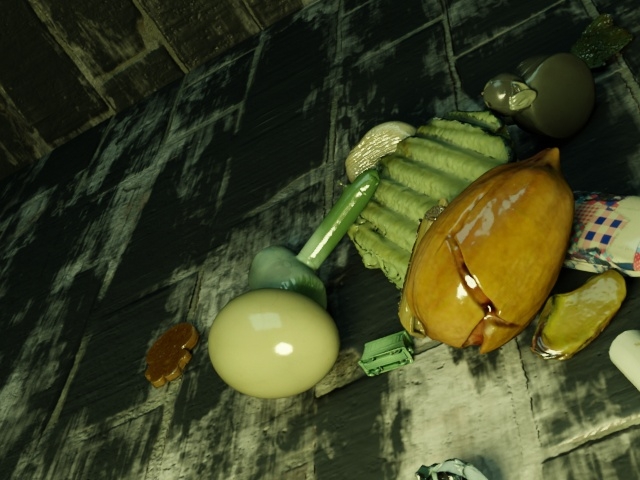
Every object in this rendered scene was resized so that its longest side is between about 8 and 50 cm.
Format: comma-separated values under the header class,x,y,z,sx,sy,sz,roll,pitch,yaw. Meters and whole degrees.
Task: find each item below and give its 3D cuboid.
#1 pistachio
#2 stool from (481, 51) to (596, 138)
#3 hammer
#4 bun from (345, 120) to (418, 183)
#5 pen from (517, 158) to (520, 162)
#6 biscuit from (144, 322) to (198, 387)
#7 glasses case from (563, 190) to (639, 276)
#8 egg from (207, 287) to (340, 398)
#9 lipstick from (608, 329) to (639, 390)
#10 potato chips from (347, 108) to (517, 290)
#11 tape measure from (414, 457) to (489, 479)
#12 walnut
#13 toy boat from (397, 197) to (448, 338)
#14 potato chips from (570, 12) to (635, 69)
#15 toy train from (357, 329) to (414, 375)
class,x,y,z,sx,sy,sz,roll,pitch,yaw
pistachio,0.360,0.109,1.365,0.173,0.049,0.089,-41,50,-15
stool,0.395,-0.279,1.791,0.139,0.228,0.153,23,92,60
hammer,0.000,0.000,1.801,0.335,0.119,0.206,-54,29,4
bun,0.142,-0.154,1.968,0.173,0.113,0.166,2,75,25
pen,0.351,-0.167,1.847,0.028,0.028,0.239,-31,27,9
biscuit,-0.301,0.231,1.949,0.124,0.026,0.175,-28,27,17
glasses case,0.410,-0.014,1.476,0.125,0.076,0.327,-47,28,-20
egg,-0.077,0.170,1.613,0.242,0.186,0.186,-10,36,37
lipstick,0.427,0.190,1.143,0.059,0.059,0.264,-34,27,3
potato chips,0.209,-0.081,1.728,0.358,0.070,0.429,-55,30,1
tape measure,0.173,0.314,1.206,0.054,0.091,0.094,-44,10,-31
walnut,0.259,0.007,1.419,0.336,0.209,0.209,-60,29,-1
toy boat,0.185,0.046,1.555,0.088,0.068,0.226,12,83,48
potato chips,0.576,-0.406,1.985,0.142,0.026,0.209,-9,37,38
toy train,0.107,0.180,1.552,0.093,0.038,0.056,-22,27,24
